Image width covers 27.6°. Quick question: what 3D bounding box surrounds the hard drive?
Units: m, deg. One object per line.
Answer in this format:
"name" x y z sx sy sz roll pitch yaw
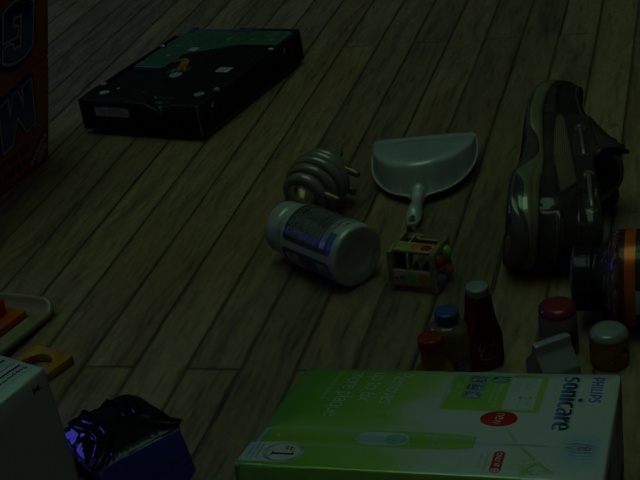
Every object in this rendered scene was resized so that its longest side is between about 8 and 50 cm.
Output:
"hard drive" -0.207 -0.267 2.153 0.237 0.064 0.339 6 32 27

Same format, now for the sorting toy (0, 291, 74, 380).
"sorting toy" -0.438 0.106 1.528 0.348 0.047 0.196 4 30 24

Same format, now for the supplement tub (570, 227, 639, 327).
"supplement tub" 0.360 0.039 1.340 0.198 0.106 0.106 -1 28 17

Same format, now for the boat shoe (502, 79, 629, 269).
"boat shoe" 0.304 -0.077 1.582 0.130 0.132 0.355 8 39 12

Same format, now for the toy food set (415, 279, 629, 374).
"toy food set" 0.189 0.096 1.282 0.232 0.104 0.111 -17 28 -13

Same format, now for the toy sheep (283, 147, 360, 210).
"toy sheep" 0.000 -0.077 1.701 0.091 0.091 0.132 6 36 28

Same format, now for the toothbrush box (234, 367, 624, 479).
"toothbrush box" 0.098 0.197 1.065 0.283 0.122 0.206 1 16 17

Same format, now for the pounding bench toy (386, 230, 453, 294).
"pounding bench toy" 0.124 0.018 1.511 0.065 0.052 0.083 5 31 26

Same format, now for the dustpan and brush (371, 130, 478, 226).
"dustpan and brush" 0.129 -0.080 1.708 0.147 0.060 0.211 -4 21 13

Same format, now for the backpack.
"backpack" -0.182 0.204 1.200 0.098 0.101 0.120 -21 26 -26

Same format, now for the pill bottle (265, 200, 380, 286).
"pill bottle" 0.000 0.000 1.557 0.078 0.078 0.137 -28 33 -32

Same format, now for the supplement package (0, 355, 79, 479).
"supplement package" -0.338 0.207 1.142 0.203 0.194 0.149 10 34 34

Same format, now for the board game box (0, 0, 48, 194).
"board game box" -0.630 -0.241 1.832 0.356 0.356 0.356 17 34 14
